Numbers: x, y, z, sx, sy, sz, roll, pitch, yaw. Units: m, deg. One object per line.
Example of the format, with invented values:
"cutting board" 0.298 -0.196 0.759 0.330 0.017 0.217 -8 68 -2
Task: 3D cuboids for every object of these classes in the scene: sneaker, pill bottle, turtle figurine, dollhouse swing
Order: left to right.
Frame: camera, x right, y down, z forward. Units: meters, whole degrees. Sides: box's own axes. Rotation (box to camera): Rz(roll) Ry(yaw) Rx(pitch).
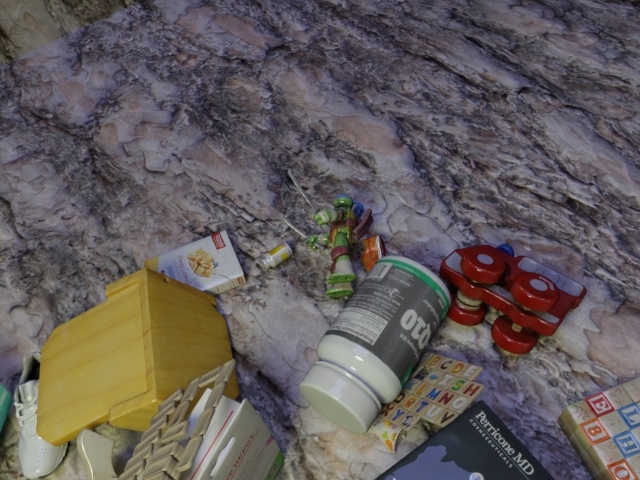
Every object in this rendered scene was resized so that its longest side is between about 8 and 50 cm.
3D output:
"sneaker" -0.648 0.390 1.271 0.111 0.129 0.297 -17 53 -7
"dollhouse swing" -0.419 0.303 1.298 0.305 0.315 0.347 -39 47 19
"pill bottle" -0.119 0.042 1.516 0.083 0.043 0.043 -35 56 -18
"turtle figurine" 0.000 0.000 1.435 0.274 0.198 0.266 13 56 -31
"sneaker" 0.139 0.065 1.462 0.067 0.064 0.175 -19 45 20
"pill bottle" 0.122 0.224 1.241 0.204 0.204 0.361 25 60 24

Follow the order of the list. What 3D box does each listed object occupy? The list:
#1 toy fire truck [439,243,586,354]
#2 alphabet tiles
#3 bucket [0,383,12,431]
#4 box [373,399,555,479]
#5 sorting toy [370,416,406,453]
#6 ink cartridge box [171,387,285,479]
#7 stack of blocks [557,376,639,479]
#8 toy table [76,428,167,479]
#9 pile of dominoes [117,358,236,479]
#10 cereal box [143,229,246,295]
"toy fire truck" 0.449 0.105 1.334 0.302 0.169 0.254 30 38 26
"alphabet tiles" 0.226 0.319 1.180 0.198 0.009 0.237 -39 16 -21
"bucket" -0.827 0.397 1.208 0.281 0.281 0.183 -2 44 7
"box" 0.228 0.537 0.981 0.395 0.212 0.293 -31 54 -16
"sorting toy" 0.149 0.400 1.211 0.075 0.045 0.083 17 55 43
"ink cartridge box" -0.191 0.419 1.040 0.119 0.353 0.207 19 57 21
"stack of blocks" 0.622 0.437 1.078 0.171 0.087 0.297 -18 52 -6
"toy table" -0.391 0.494 1.097 0.274 0.252 0.161 -17 41 31
"pile of dominoes" -0.240 0.333 0.959 0.196 0.040 0.251 -30 20 25
"cereal box" -0.339 0.084 1.512 0.240 0.047 0.173 -23 53 -9
